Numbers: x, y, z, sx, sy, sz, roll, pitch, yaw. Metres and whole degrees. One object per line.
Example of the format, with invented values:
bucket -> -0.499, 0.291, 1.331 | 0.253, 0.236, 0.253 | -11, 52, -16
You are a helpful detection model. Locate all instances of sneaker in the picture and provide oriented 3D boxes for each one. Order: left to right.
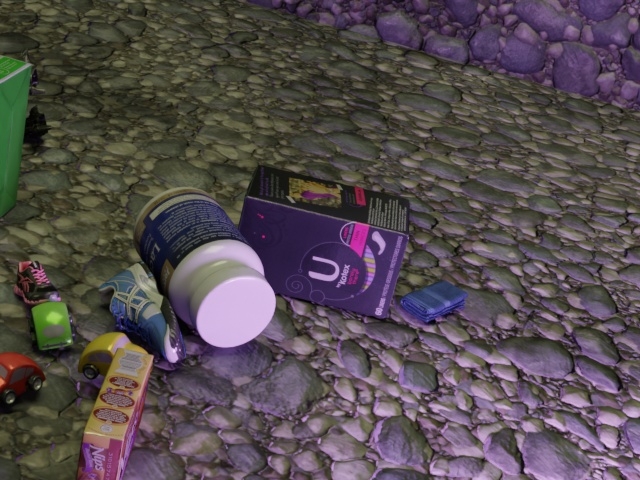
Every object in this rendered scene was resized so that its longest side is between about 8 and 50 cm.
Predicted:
sneaker -> -0.417, 0.060, 1.715 | 0.047, 0.057, 0.119 | -3, 13, -37
sneaker -> -0.258, 0.115, 1.711 | 0.081, 0.080, 0.211 | -22, 38, -17

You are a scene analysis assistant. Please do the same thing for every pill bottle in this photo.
pill bottle -> -0.177, 0.040, 1.788 | 0.153, 0.153, 0.264 | -2, 30, -29

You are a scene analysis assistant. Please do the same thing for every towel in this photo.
towel -> 0.191, 0.103, 1.977 | 0.067, 0.029, 0.119 | 32, 33, 32

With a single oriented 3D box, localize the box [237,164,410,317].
box -> 0.000, 0.000, 1.934 | 0.270, 0.165, 0.143 | 13, 27, 0

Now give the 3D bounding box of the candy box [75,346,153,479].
candy box -> -0.253, 0.227, 1.438 | 0.053, 0.109, 0.186 | 12, 26, -4

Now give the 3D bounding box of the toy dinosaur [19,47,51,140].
toy dinosaur -> -0.624, -0.235, 2.172 | 0.218, 0.164, 0.322 | -16, 55, -21

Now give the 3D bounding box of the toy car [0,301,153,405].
toy car -> -0.363, 0.136, 1.595 | 0.239, 0.053, 0.225 | -9, 26, -17

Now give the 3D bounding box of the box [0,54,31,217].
box -> -0.610, -0.179, 1.890 | 0.231, 0.261, 0.127 | 16, 26, 7
